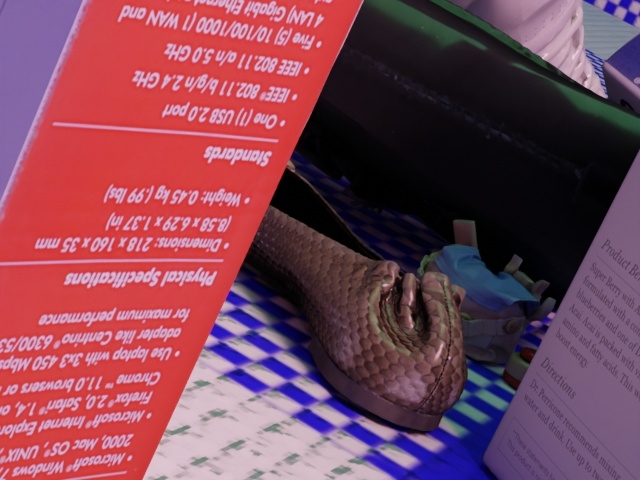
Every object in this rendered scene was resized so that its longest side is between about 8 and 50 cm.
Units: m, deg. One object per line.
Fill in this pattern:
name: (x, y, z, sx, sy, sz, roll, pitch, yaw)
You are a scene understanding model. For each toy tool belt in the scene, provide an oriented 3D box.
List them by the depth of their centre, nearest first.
toy tool belt: (0.081, 0.029, 0.912, 0.052, 0.051, 0.083, 8, 23, -48)

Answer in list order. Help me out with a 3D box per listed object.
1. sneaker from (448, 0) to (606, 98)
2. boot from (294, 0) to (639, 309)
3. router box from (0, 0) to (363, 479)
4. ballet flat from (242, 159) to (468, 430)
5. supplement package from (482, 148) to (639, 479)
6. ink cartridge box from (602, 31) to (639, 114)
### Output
sneaker: (0.139, -0.122, 1.250, 0.152, 0.114, 0.305, 44, -10, 5)
boot: (-0.010, -0.129, 1.121, 0.445, 0.146, 0.367, 27, 13, 5)
router box: (-0.155, -0.085, 0.432, 0.335, 0.301, 0.082, 34, 17, 27)
ballet flat: (0.000, 0.000, 0.865, 0.084, 0.058, 0.250, 18, 16, -29)
supplement package: (0.223, 0.017, 0.711, 0.175, 0.293, 0.177, 17, 18, -28)
ink cartridge box: (0.257, 0.014, 1.104, 0.223, 0.045, 0.224, 44, -12, 37)
